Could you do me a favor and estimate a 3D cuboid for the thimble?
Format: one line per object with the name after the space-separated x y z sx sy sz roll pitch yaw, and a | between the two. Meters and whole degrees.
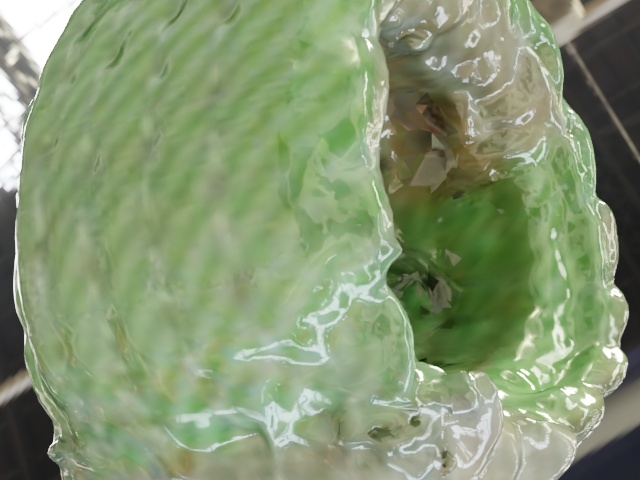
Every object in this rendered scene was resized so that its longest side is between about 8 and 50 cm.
0.000 0.000 0.474 0.150 0.219 0.219 -16 -134 29 | thimble
